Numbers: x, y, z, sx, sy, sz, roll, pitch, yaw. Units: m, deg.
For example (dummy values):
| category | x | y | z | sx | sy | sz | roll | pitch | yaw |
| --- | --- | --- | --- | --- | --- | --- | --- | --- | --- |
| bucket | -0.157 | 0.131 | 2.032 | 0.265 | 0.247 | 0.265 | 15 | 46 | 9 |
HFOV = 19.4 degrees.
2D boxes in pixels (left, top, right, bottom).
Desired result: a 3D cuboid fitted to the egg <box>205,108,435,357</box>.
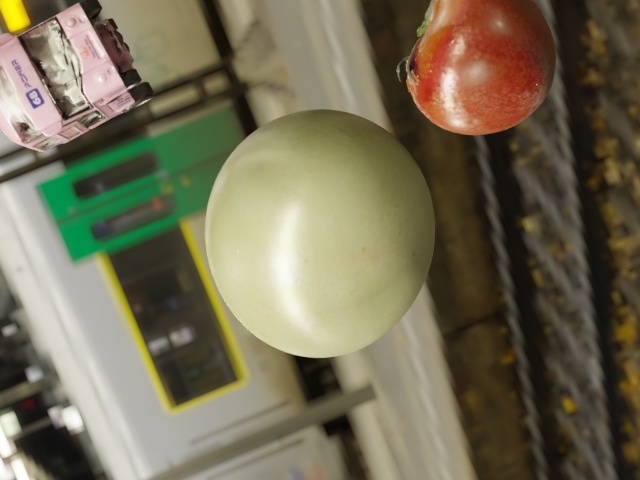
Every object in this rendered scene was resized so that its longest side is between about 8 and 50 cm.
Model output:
| category | x | y | z | sx | sy | sz | roll | pitch | yaw |
| --- | --- | --- | --- | --- | --- | --- | --- | --- | --- |
| egg | 0.000 | 0.000 | 1.549 | 0.253 | 0.189 | 0.188 | 86 | 161 | -60 |

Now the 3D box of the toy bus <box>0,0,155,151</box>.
| category | x | y | z | sx | sy | sz | roll | pitch | yaw |
| --- | --- | --- | --- | --- | --- | --- | --- | --- | --- |
| toy bus | -0.154 | -0.096 | 1.138 | 0.063 | 0.090 | 0.203 | 61 | 177 | -2 |

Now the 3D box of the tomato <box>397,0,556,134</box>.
| category | x | y | z | sx | sy | sz | roll | pitch | yaw |
| --- | --- | --- | --- | --- | --- | --- | --- | --- | --- |
| tomato | 0.163 | -0.183 | 1.879 | 0.167 | 0.167 | 0.167 | 157 | 90 | -85 |
